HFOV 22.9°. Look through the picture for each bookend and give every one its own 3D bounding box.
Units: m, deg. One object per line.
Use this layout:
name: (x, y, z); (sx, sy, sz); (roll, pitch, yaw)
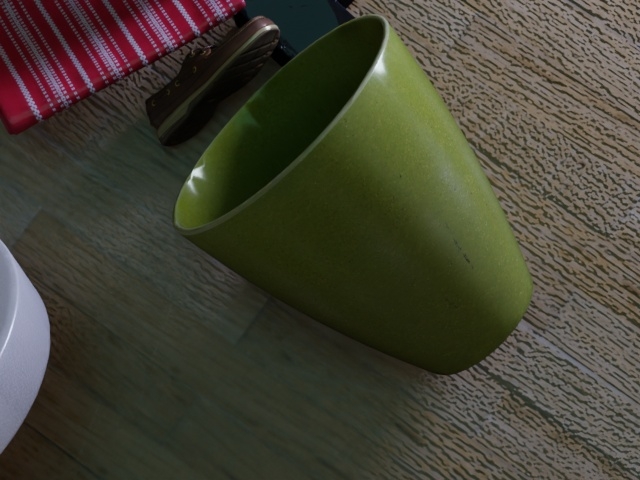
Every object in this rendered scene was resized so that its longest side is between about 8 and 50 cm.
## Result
bookend: (0.017, -0.239, 1.642); (0.156, 0.072, 0.157); (42, 84, 9)

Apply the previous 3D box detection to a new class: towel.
towel: (-0.235, -0.235, 1.630); (0.275, 0.031, 0.199); (-29, 54, -4)

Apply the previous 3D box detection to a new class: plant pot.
plant pot: (0.058, -0.013, 1.505); (0.293, 0.275, 0.275); (44, 83, -19)

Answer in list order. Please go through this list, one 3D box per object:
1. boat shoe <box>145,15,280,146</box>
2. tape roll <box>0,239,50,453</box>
boat shoe: (-0.116, -0.171, 1.610); (0.178, 0.064, 0.060); (-42, 74, 26)
tape roll: (-0.438, 0.136, 1.471); (0.392, 0.072, 0.392); (-15, 41, 13)
